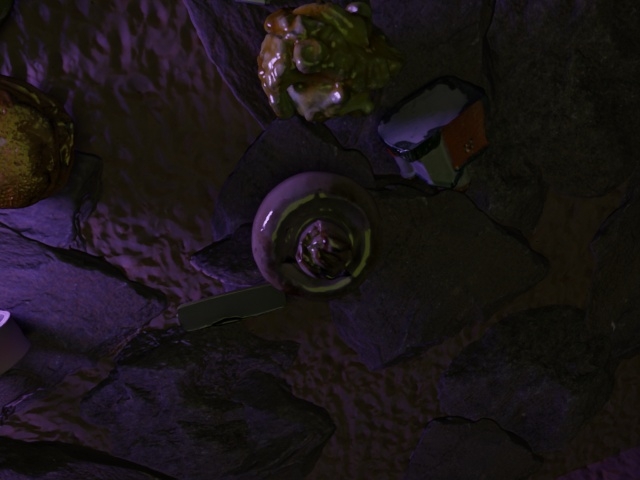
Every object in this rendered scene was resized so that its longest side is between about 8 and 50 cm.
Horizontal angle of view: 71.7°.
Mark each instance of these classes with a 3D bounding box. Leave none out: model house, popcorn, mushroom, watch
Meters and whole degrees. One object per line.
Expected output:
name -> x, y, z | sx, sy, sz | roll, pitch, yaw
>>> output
model house -> 0.337, -0.255, 1.246 | 0.271, 0.190, 0.301 | -38, 129, -3
popcorn -> 0.012, -0.403, 1.034 | 0.279, 0.275, 0.335 | -33, 163, 38
mushroom -> 0.000, 0.000, 1.167 | 0.362, 0.295, 0.363 | -4, 110, -10
watch -> -0.865, 0.276, 1.083 | 0.217, 0.248, 0.211 | -23, 113, -8

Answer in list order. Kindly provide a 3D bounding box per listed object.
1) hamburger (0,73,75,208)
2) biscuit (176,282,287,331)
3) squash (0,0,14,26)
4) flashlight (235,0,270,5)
hamburger -> -0.713, -0.218, 0.982 | 0.314, 0.170, 0.290 | 3, 112, -16
biscuit -> -0.259, 0.194, 1.314 | 0.322, 0.038, 0.099 | -14, 109, -8
squash -> -0.770, -0.430, 0.937 | 0.341, 0.094, 0.094 | -44, 113, 2
flashlight -> -0.162, -0.580, 1.066 | 0.083, 0.018, 0.018 | 0, 108, -14
